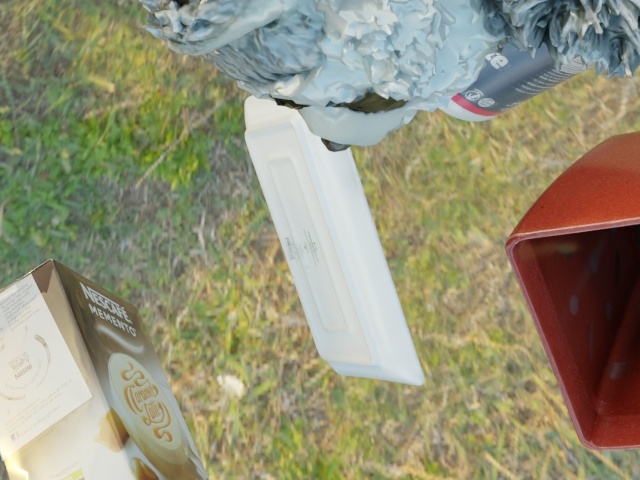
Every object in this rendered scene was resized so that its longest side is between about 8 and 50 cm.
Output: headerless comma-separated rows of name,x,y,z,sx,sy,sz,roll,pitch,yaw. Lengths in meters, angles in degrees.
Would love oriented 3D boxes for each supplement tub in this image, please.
supplement tub,0.224,-0.256,1.206,0.191,0.191,0.272,44,136,-21

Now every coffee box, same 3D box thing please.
coffee box,-0.178,0.154,0.923,0.098,0.246,0.141,-33,151,8

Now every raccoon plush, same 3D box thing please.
raccoon plush,0.081,-0.242,0.504,0.299,0.216,0.446,6,106,-13

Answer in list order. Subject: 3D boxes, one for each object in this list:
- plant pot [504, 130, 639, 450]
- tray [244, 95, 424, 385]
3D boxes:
plant pot,0.362,0.018,1.117,0.267,0.235,0.267,-9,122,29
tray,0.000,0.000,1.000,0.030,0.145,0.270,-23,99,-27
